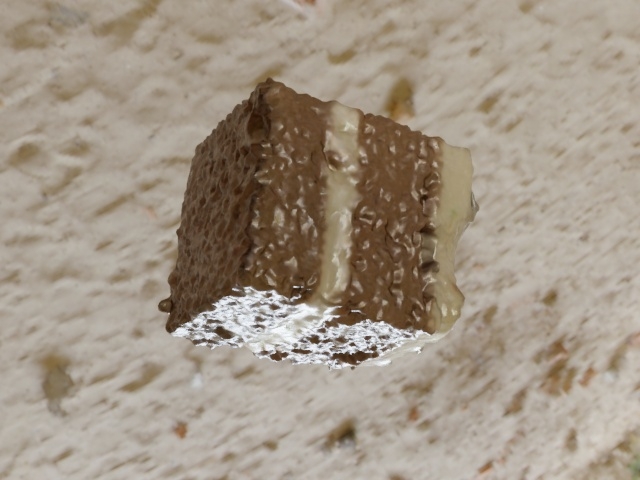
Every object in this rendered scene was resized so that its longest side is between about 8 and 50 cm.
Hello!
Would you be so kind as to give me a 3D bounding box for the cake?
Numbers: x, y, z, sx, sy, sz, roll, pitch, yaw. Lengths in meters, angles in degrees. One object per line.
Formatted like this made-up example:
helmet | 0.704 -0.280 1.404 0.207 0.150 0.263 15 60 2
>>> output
cake | 0.000 0.000 0.643 0.147 0.135 0.134 16 156 -25
